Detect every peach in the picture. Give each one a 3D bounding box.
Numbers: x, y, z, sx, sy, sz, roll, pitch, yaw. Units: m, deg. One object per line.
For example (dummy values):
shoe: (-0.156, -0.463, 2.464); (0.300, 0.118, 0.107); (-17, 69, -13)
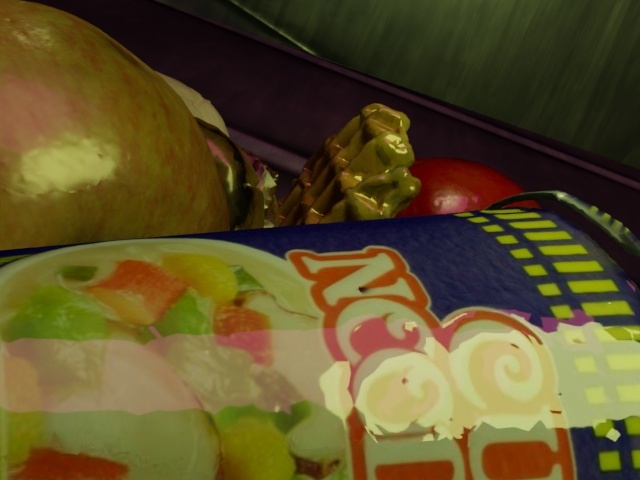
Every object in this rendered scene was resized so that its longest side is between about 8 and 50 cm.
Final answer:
peach: (0.122, 0.022, 0.977); (0.196, 0.190, 0.226); (24, 14, 33)

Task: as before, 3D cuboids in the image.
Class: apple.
apple: (-0.177, -0.001, 0.608); (0.264, 0.264, 0.264); (18, 17, -6)

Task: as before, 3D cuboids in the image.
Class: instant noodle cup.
instant noodle cup: (-0.044, 0.109, 0.450); (0.312, 0.284, 0.284); (3, 23, -24)

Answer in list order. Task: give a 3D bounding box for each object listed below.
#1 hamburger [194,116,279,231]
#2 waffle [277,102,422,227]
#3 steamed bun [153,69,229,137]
hamburger: (-0.131, -0.010, 0.799); (0.183, 0.206, 0.130); (26, -25, 7)
waffle: (0.001, 0.000, 0.856); (0.057, 0.229, 0.219); (33, 17, -15)
steamed bun: (-0.186, -0.066, 0.962); (0.228, 0.177, 0.130); (20, 45, -41)
